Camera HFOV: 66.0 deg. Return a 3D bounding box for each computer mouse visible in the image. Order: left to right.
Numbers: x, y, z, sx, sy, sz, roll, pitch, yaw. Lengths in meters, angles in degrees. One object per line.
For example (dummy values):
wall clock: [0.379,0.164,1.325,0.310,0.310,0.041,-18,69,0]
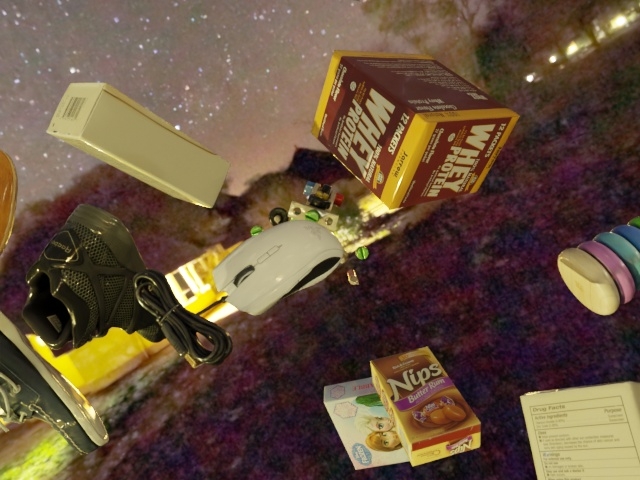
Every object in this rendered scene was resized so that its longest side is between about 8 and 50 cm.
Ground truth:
computer mouse: [-0.059,0.027,0.446,0.193,0.106,0.042,-32,-29,-29]

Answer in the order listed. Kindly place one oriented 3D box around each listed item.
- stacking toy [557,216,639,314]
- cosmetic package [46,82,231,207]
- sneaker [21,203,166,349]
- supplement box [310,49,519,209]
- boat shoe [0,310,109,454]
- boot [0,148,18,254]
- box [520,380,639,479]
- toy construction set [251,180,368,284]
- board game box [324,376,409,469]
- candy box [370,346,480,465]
stacking toy: [0.631,0.002,0.930,0.330,0.141,0.141,-31,5,1]
cosmetic package: [-0.354,-0.185,0.997,0.160,0.309,0.113,16,81,39]
sneaker: [-0.245,0.076,0.550,0.130,0.087,0.228,-57,-21,-30]
supplement box: [0.127,-0.163,0.698,0.191,0.194,0.129,-13,-42,-35]
boat shoe: [-0.370,0.178,0.610,0.079,0.254,0.095,-44,-7,-27]
boot: [-0.417,-0.007,0.449,0.104,0.295,0.211,8,-22,10]
box: [0.364,0.337,0.592,0.121,0.311,0.148,17,-29,-38]
toy construction set: [0.000,0.000,1.308,0.257,0.309,0.237,-46,6,6]
board game box: [0.208,0.526,1.441,0.317,0.319,0.066,-15,29,12]
candy box: [0.159,0.253,0.782,0.109,0.053,0.187,-12,25,-9]
